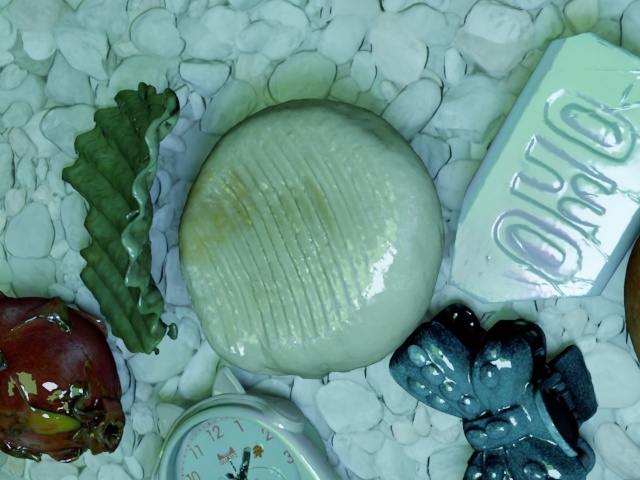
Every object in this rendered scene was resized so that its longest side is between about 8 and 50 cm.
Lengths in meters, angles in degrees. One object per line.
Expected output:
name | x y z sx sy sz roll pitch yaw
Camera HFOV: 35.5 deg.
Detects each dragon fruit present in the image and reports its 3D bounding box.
dragon fruit | -0.417 0.192 1.446 0.315 0.250 0.250 10 100 37

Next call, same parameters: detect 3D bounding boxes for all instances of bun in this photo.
bun | 0.000 0.000 1.288 0.365 0.219 0.365 -1 87 26

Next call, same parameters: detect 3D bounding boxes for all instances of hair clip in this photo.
hair clip | 0.236 0.224 1.270 0.206 0.194 0.310 -23 91 31

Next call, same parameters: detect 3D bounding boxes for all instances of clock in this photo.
clock | -0.100 0.341 1.421 0.265 0.109 0.324 -30 86 21

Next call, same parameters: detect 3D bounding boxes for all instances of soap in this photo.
soap | 0.303 -0.068 1.233 0.208 0.115 0.346 32 106 12

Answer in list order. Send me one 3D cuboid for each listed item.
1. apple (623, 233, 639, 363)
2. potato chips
apple | 0.482 0.059 1.092 0.319 0.319 0.277 -46 56 18
potato chips | -0.265 -0.029 1.342 0.097 0.389 0.373 -1 94 -25
